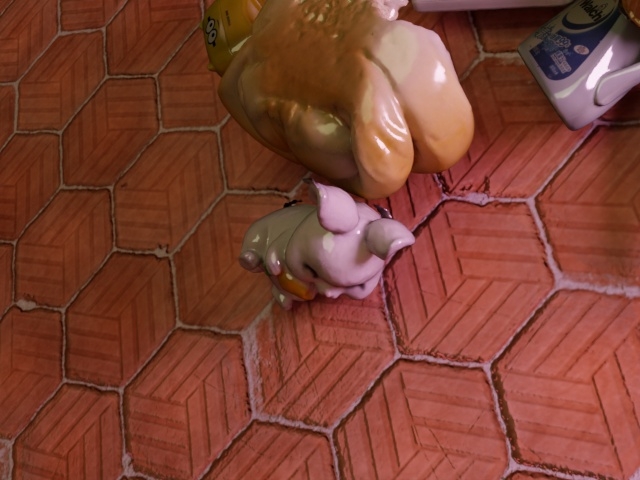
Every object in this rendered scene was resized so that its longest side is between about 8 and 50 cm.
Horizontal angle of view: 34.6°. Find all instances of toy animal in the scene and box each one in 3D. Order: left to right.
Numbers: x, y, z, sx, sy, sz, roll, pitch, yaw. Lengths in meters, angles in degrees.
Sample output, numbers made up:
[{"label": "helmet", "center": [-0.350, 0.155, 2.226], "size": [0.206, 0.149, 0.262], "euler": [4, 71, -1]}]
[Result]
[{"label": "toy animal", "center": [0.004, 0.005, 1.515], "size": [0.154, 0.208, 0.325], "euler": [-63, 7, -31]}]

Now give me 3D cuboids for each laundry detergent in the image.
[{"label": "laundry detergent", "center": [0.433, -0.290, 1.450], "size": [0.280, 0.105, 0.215], "euler": [-31, 34, 14]}]

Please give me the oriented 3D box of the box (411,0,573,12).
[{"label": "box", "center": [0.291, -0.411, 1.633], "size": [0.285, 0.044, 0.142], "euler": [8, 42, 38]}]

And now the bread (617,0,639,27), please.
[{"label": "bread", "center": [0.490, -0.353, 1.342], "size": [0.199, 0.104, 0.199], "euler": [-3, 54, 4]}]

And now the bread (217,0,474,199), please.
[{"label": "bread", "center": [0.029, -0.230, 1.531], "size": [0.245, 0.329, 0.424], "euler": [-30, 41, -24]}]

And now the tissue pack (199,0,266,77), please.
[{"label": "tissue pack", "center": [-0.145, -0.366, 1.881], "size": [0.127, 0.123, 0.178], "euler": [-27, 54, 20]}]
